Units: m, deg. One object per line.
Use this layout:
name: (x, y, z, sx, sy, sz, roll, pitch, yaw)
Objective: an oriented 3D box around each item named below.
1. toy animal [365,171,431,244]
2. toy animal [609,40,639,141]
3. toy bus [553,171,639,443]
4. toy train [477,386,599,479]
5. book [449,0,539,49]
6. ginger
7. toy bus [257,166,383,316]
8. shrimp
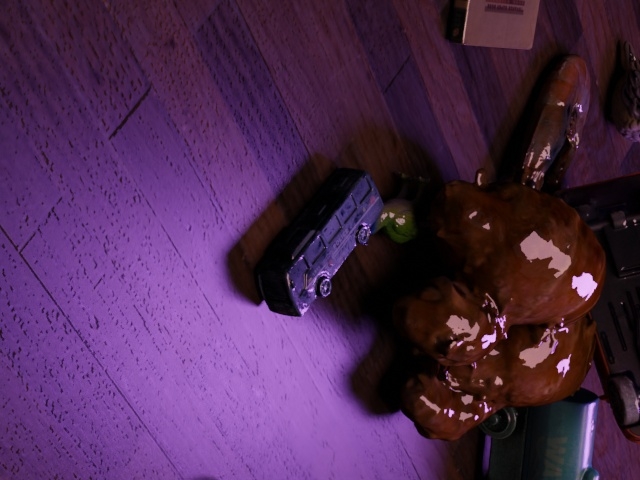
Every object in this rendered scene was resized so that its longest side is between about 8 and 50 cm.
toy animal: (0.104, -0.035, 1.592, 0.217, 0.041, 0.075, -4, 106, -58)
toy animal: (0.438, -0.195, 1.959, 0.098, 0.098, 0.137, -31, 125, -46)
toy bus: (0.385, 0.091, 1.802, 0.153, 0.143, 0.329, 87, -11, -68)
toy train: (0.271, 0.279, 1.839, 0.101, 0.159, 0.248, -20, 116, -56)
book: (0.206, -0.330, 1.643, 0.161, 0.026, 0.230, -6, 106, -53)
ginger: (0.190, 0.072, 1.642, 0.274, 0.152, 0.357, -22, 134, -21)
toy bus: (0.000, 0.000, 1.449, 0.166, 0.047, 0.065, -52, 134, -33)
shrimp: (0.286, -0.115, 1.810, 0.251, 0.052, 0.143, -58, 145, -26)
